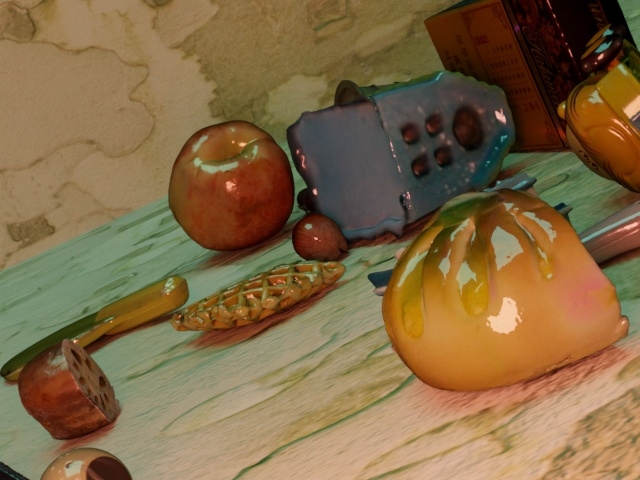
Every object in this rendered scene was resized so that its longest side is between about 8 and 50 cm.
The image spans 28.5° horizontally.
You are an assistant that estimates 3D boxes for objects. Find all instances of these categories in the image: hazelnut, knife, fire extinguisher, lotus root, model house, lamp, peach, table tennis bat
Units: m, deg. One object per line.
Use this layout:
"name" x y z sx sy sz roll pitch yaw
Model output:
"hazelnut" 0.000 0.000 1.878 0.086 0.086 0.086 -23 11 5
"knife" 0.224 0.033 1.345 0.336 0.043 0.081 -25 5 9
"fire extinguisher" -0.003 -0.067 2.284 0.078 0.045 0.157 -55 19 -10
"lotus root" -0.309 0.184 1.555 0.081 0.122 0.112 -29 35 11
"model house" 0.136 -0.146 1.939 0.303 0.215 0.237 -27 10 -33
"lamp" -0.246 0.259 1.193 0.163 0.091 0.091 -37 3 32
"peach" -0.161 -0.082 2.272 0.232 0.256 0.232 1 49 -1
"table tennis bat" -0.364 0.142 2.053 0.369 0.054 0.224 -24 9 24

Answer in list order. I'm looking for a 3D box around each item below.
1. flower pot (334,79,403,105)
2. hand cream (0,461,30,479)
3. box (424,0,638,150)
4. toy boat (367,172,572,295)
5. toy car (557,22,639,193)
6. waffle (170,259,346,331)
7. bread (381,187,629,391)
"flower pot" 0.149 -0.206 2.221 0.203 0.212 0.212 -20 9 -17
"hand cream" -0.379 0.305 1.227 0.120 0.061 0.270 22 38 26
"box" 0.337 -0.275 1.968 0.116 0.264 0.415 -27 9 -17
"toy boat" 0.164 0.005 1.410 0.238 0.098 0.109 -27 -6 -11
"toy car" 0.368 -0.143 1.520 0.142 0.200 0.248 -44 1 23
"waffle" -0.089 0.077 1.746 0.208 0.054 0.214 -27 9 -34
"bread" 0.145 0.052 1.127 0.261 0.158 0.156 -18 16 39
